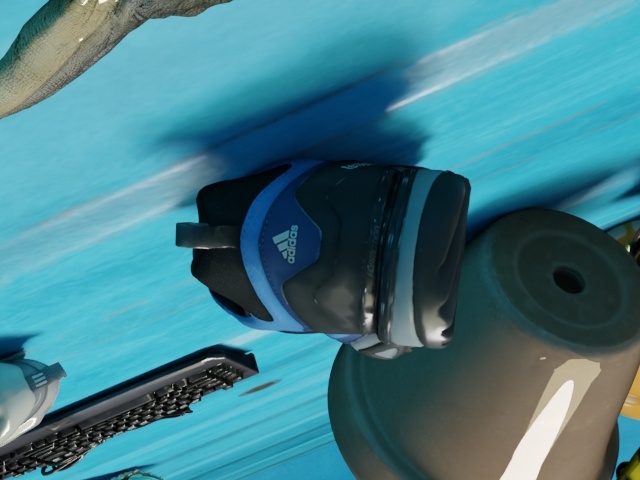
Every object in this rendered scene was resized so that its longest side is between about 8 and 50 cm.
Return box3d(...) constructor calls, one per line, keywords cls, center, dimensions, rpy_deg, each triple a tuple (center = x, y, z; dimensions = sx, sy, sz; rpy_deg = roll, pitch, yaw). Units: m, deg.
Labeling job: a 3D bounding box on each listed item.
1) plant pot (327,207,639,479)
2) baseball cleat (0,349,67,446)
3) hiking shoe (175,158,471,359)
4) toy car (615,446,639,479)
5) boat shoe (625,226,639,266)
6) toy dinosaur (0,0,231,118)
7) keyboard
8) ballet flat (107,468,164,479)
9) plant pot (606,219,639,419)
box3d(cls="plant pot", center=(0.161, 0.096, 1.086), dimensions=(0.263, 0.263, 0.229), rpy_deg=(-14, 147, -31))
box3d(cls="baseball cleat", center=(-0.252, 0.132, 0.851), dimensions=(0.206, 0.072, 0.109), rpy_deg=(-22, 176, 25))
box3d(cls="hiking shoe", center=(0.000, 0.000, 0.703), dimensions=(0.132, 0.113, 0.304), rpy_deg=(9, 173, 0))
box3d(cls="toy car", center=(0.342, 0.126, 1.114), dimensions=(0.225, 0.053, 0.239), rpy_deg=(-46, 167, -40))
box3d(cls="boat shoe", center=(0.318, 0.013, 1.143), dimensions=(0.091, 0.109, 0.305), rpy_deg=(-18, -173, 7))
box3d(cls="toy dinosaur", center=(-0.049, -0.077, 0.317), dimensions=(0.268, 0.064, 0.118), rpy_deg=(-25, 175, 29))
box3d(cls="keyboard", center=(-0.206, 0.176, 1.216), dimensions=(0.317, 0.033, 0.201), rpy_deg=(-23, 168, 9))
box3d(cls="ballet flat", center=(-0.297, 0.358, 1.785), dimensions=(0.077, 0.091, 0.241), rpy_deg=(6, 178, 28))
box3d(cls="plant pot", center=(0.354, 0.072, 1.383), dimensions=(0.205, 0.205, 0.188), rpy_deg=(-23, 153, 8))
